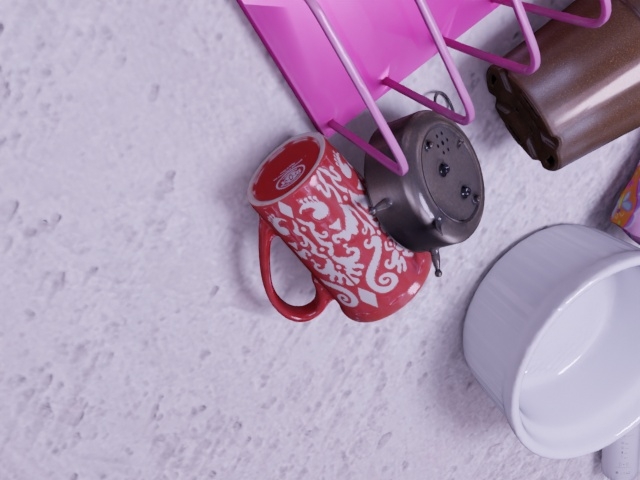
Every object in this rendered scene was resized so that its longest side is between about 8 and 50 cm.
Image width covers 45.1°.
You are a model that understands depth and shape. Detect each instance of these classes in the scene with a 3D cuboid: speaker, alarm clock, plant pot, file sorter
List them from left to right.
[{"bbox_3d":[0.108,-0.073,0.736,0.129,0.064,0.192,40,49,-31],"label":"alarm clock"},{"bbox_3d":[0.102,-0.222,0.627,0.291,0.182,0.202,-38,126,-4],"label":"file sorter"},{"bbox_3d":[0.267,-0.164,0.767,0.165,0.167,0.167,-33,126,2],"label":"plant pot"},{"bbox_3d":[0.452,0.299,1.159,0.055,0.055,0.136,-22,123,-15],"label":"speaker"}]

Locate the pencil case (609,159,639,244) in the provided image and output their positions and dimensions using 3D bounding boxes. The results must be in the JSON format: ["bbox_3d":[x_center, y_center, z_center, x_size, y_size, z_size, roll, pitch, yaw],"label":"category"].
[{"bbox_3d":[0.456,-0.115,0.904,0.124,0.124,0.284,17,104,-33],"label":"pencil case"}]

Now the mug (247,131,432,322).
[{"bbox_3d":[0.007,0.000,0.735,0.169,0.113,0.150,47,70,-33],"label":"mug"}]

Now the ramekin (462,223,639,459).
[{"bbox_3d":[0.309,0.115,0.939,0.277,0.135,0.277,-12,120,-21],"label":"ramekin"}]
